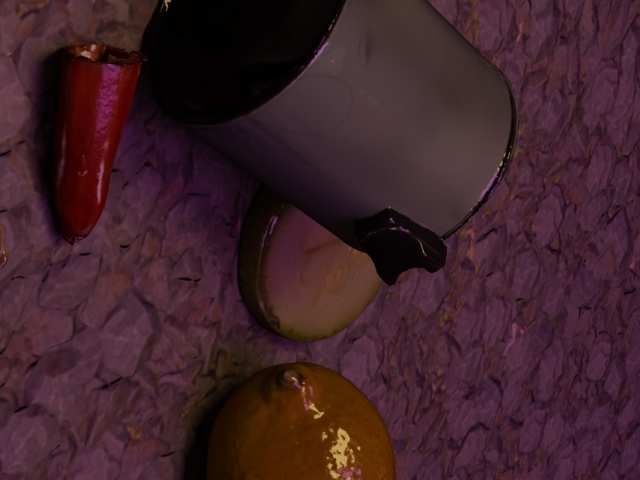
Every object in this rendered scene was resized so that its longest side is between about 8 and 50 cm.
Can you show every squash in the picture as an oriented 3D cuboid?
[{"bbox_3d":[0.004,0.001,1.520,0.219,0.041,0.219,-23,121,-46],"label":"squash"}]

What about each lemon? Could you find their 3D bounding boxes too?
[{"bbox_3d":[-0.018,0.222,1.456,0.187,0.187,0.244,-31,124,-43],"label":"lemon"}]

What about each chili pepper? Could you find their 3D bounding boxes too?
[{"bbox_3d":[-0.191,-0.075,1.229,0.088,0.065,0.169,-46,150,-70],"label":"chili pepper"}]

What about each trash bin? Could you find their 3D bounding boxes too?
[{"bbox_3d":[0.015,-0.136,1.302,0.262,0.217,0.277,35,43,-44],"label":"trash bin"}]

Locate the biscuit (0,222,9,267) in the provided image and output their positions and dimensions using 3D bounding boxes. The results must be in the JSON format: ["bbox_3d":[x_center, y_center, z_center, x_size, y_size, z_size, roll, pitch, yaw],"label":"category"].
[{"bbox_3d":[-0.305,0.041,1.139,0.176,0.031,0.228,-11,111,-49],"label":"biscuit"}]
